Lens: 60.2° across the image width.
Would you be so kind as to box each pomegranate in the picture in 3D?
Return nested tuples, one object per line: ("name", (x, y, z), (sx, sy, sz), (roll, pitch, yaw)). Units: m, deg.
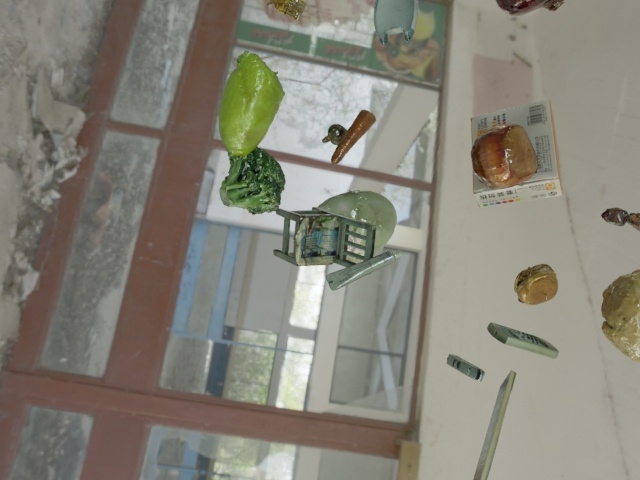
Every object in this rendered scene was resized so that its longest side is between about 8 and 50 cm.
("pomegranate", (0.048, -0.354, 1.847), (0.073, 0.084, 0.073), (21, -65, 59))

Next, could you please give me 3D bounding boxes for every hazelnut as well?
("hazelnut", (0.437, -0.198, 1.322), (0.150, 0.150, 0.151), (-170, -90, -84))

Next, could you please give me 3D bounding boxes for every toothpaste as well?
("toothpaste", (0.109, 0.066, 1.345), (0.029, 0.197, 0.048), (74, -8, -57))

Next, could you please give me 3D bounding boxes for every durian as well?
("durian", (-0.246, -0.452, 1.923), (0.256, 0.204, 0.340), (178, -72, -89))

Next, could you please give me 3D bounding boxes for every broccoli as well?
("broccoli", (-0.274, -0.227, 2.154), (0.307, 0.275, 0.308), (27, -51, 39))

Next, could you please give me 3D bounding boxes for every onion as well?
("onion", (0.547, -0.637, 1.380), (0.205, 0.151, 0.098), (-37, -173, 29))

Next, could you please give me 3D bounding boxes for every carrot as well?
("carrot", (0.095, -0.319, 1.744), (0.210, 0.061, 0.061), (-54, 179, -15))

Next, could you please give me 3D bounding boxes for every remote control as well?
("remote control", (0.623, 0.308, 1.694), (0.038, 0.233, 0.098), (-67, -156, 11))

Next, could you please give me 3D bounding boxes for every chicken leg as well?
("chicken leg", (1.033, -0.064, 1.802), (0.113, 0.304, 0.093), (172, -79, -68))

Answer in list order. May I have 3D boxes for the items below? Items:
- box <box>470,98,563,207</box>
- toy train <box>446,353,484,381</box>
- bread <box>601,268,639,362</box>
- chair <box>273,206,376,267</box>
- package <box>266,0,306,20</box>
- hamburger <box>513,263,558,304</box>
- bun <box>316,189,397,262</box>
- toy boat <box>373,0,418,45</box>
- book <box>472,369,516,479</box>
("box", (0.516, -0.229, 1.473), (0.091, 0.220, 0.274), (47, 44, -48))
("toy train", (0.517, 0.453, 1.971), (0.207, 0.047, 0.043), (-166, -89, -73))
("bread", (0.818, 0.184, 1.428), (0.134, 0.244, 0.245), (8, -93, 50))
("chair", (0.000, 0.000, 1.440), (0.270, 0.147, 0.137), (23, -67, 53))
("package", (-0.121, -0.851, 1.988), (0.071, 0.131, 0.047), (-65, -175, -32))
("hamburger", (0.713, 0.149, 1.830), (0.083, 0.137, 0.147), (-100, 171, -48))
("bun", (0.113, -0.023, 1.780), (0.293, 0.292, 0.187), (108, -24, -55))
("toy boat", (0.231, -0.687, 1.676), (0.078, 0.134, 0.208), (24, 62, -63))
("book", (0.471, 0.533, 1.515), (0.228, 0.018, 0.323), (71, 39, -62))
